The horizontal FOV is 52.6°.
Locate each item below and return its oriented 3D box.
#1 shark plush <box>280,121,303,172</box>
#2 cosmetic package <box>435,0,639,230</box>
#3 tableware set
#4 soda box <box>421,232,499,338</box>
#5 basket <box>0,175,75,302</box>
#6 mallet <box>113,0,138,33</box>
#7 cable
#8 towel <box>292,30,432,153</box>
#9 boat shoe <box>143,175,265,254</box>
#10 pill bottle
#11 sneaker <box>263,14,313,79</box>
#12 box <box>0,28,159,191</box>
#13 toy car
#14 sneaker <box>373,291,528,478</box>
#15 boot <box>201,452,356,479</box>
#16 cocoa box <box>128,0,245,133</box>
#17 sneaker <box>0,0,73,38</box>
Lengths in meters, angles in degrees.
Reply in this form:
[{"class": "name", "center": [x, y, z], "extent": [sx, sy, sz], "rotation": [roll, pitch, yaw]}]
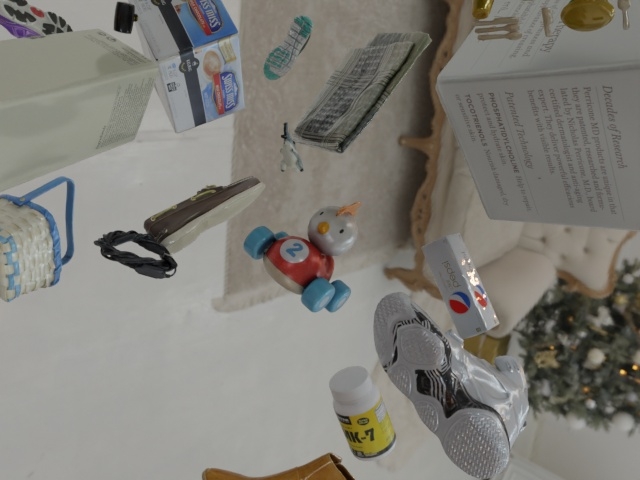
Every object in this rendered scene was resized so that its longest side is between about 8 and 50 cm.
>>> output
[{"class": "shark plush", "center": [-0.093, -0.270, 1.916], "extent": [0.161, 0.073, 0.067], "rotation": [65, 35, -25]}, {"class": "cosmetic package", "center": [0.473, -0.242, 1.078], "extent": [0.329, 0.394, 0.327], "rotation": [-55, 132, -29]}, {"class": "tableware set", "center": [0.212, -0.232, 0.610], "extent": [0.104, 0.154, 0.024], "rotation": [40, 58, -58]}, {"class": "soda box", "center": [0.298, 0.096, 1.384], "extent": [0.074, 0.069, 0.216], "rotation": [-11, 75, -55]}, {"class": "basket", "center": [-0.715, -0.007, 1.591], "extent": [0.289, 0.201, 0.254], "rotation": [-38, 144, -55]}, {"class": "mallet", "center": [-0.413, -0.470, 1.395], "extent": [0.039, 0.189, 0.062], "rotation": [10, 100, -11]}, {"class": "cable", "center": [-0.407, 0.019, 1.431], "extent": [0.185, 0.150, 0.047], "rotation": [18, 114, -29]}, {"class": "towel", "center": [0.075, -0.343, 1.461], "extent": [0.056, 0.312, 0.324], "rotation": [39, 88, -23]}, {"class": "boat shoe", "center": [-0.283, -0.084, 1.612], "extent": [0.324, 0.096, 0.116], "rotation": [-35, 168, -25]}, {"class": "pill bottle", "center": [0.099, 0.415, 1.558], "extent": [0.119, 0.119, 0.208], "rotation": [-36, 116, -34]}, {"class": "sneaker", "center": [-0.070, -0.443, 1.522], "extent": [0.166, 0.065, 0.076], "rotation": [-51, 177, 4]}, {"class": "box", "center": [-0.288, -0.134, 0.652], "extent": [0.113, 0.094, 0.275], "rotation": [-61, 173, 28]}, {"class": "toy car", "center": [0.000, 0.000, 1.419], "extent": [0.238, 0.219, 0.210], "rotation": [-53, 160, 8]}, {"class": "sneaker", "center": [0.255, 0.245, 1.229], "extent": [0.210, 0.365, 0.137], "rotation": [-17, 159, -50]}, {"class": "boot", "center": [-0.068, 0.481, 1.293], "extent": [0.211, 0.104, 0.295], "rotation": [-40, 120, 12]}, {"class": "cocoa box", "center": [-0.361, -0.511, 1.808], "extent": [0.228, 0.231, 0.347], "rotation": [-23, 160, -13]}, {"class": "sneaker", "center": [-0.550, -0.409, 1.245], "extent": [0.170, 0.071, 0.068], "rotation": [26, 57, -48]}]
